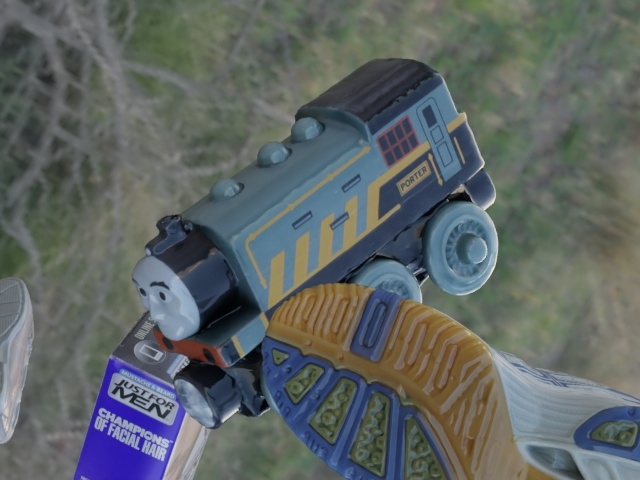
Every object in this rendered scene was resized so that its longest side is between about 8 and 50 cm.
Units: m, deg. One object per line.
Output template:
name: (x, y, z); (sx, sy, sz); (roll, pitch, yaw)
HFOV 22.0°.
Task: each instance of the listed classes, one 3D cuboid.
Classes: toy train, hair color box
toy train: (0.000, 0.000, 1.297); (0.334, 0.142, 0.190); (-37, 116, -27)
hair color box: (-0.193, 0.221, 1.877); (0.185, 0.110, 0.339); (-56, 168, -53)

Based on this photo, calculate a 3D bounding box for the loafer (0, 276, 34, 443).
loafer: (-0.215, 0.080, 1.103); (0.125, 0.045, 0.039); (-89, 163, -46)

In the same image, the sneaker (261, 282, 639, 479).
sneaker: (0.106, 0.116, 0.968); (0.112, 0.296, 0.131); (-66, 167, 0)
